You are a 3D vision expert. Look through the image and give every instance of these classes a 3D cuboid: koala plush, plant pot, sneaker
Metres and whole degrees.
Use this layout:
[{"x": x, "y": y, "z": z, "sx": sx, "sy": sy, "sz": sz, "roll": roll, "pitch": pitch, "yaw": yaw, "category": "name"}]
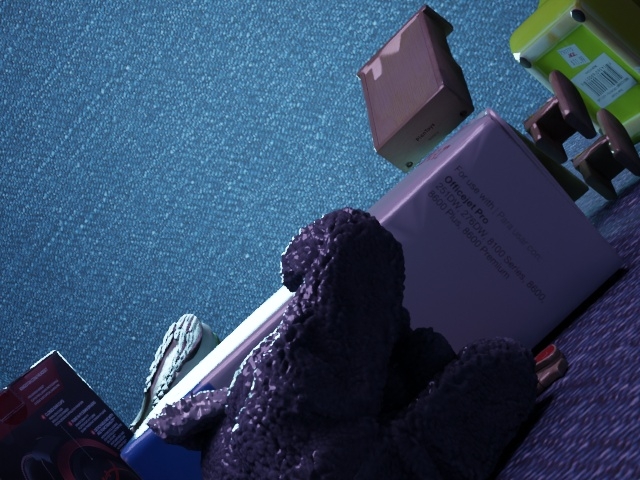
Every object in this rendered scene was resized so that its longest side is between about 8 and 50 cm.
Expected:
[{"x": -0.010, "y": 0.130, "z": 0.877, "sx": 0.221, "sy": 0.196, "sz": 0.203, "roll": -36, "pitch": 16, "yaw": 49, "category": "koala plush"}, {"x": 0.360, "y": -0.244, "z": 1.472, "sx": 0.207, "sy": 0.227, "sz": 0.228, "roll": -50, "pitch": 4, "yaw": -22, "category": "plant pot"}, {"x": -0.201, "y": 0.324, "z": 2.002, "sx": 0.410, "sy": 0.182, "sz": 0.158, "roll": -65, "pitch": 20, "yaw": 12, "category": "sneaker"}]

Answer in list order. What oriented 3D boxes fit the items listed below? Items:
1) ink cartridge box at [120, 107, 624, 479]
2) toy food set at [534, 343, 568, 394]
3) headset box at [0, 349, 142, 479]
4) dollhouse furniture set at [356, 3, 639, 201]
[{"x": 0.041, "y": 0.086, "z": 1.146, "sx": 0.395, "sy": 0.166, "sz": 0.285, "roll": -43, "pitch": 1, "yaw": 1, "category": "ink cartridge box"}, {"x": 0.128, "y": 0.108, "z": 0.948, "sx": 0.122, "sy": 0.019, "sz": 0.078, "roll": -42, "pitch": 1, "yaw": 24, "category": "toy food set"}, {"x": -0.213, "y": 0.237, "z": 1.061, "sx": 0.110, "sy": 0.293, "sz": 0.218, "roll": -42, "pitch": 2, "yaw": 23, "category": "headset box"}, {"x": 0.168, "y": -0.106, "z": 1.385, "sx": 0.212, "sy": 0.242, "sz": 0.161, "roll": -43, "pitch": 30, "yaw": 25, "category": "dollhouse furniture set"}]
